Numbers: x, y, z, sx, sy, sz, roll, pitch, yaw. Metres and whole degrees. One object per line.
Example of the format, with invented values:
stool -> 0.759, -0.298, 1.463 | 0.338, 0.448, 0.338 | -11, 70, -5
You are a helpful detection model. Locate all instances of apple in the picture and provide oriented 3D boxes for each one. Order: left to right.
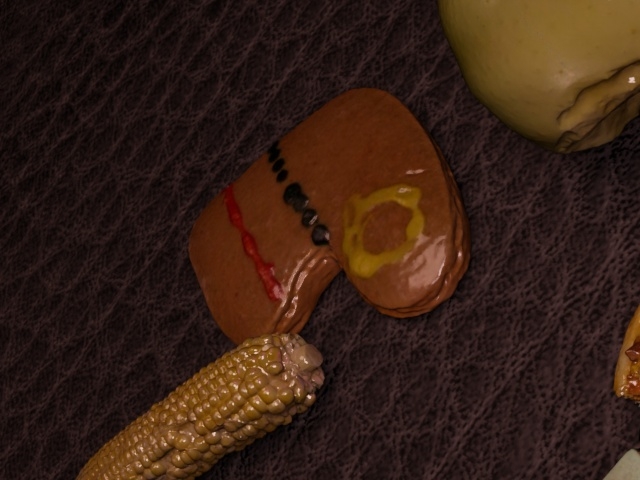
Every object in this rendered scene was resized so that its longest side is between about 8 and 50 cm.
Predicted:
apple -> 0.221, -0.201, 1.379 | 0.279, 0.279, 0.279 | -22, 52, 32

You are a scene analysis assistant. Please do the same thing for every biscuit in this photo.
biscuit -> -0.001, -0.001, 1.620 | 0.277, 0.052, 0.262 | -37, 45, 20

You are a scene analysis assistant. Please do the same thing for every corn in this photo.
corn -> -0.116, 0.172, 1.596 | 0.288, 0.086, 0.086 | -36, 46, 23

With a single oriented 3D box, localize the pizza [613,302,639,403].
pizza -> 0.292, 0.056, 1.319 | 0.134, 0.046, 0.175 | 28, 85, 48

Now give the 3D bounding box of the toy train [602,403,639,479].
toy train -> 0.235, 0.218, 1.193 | 0.326, 0.159, 0.129 | -50, 45, 2
